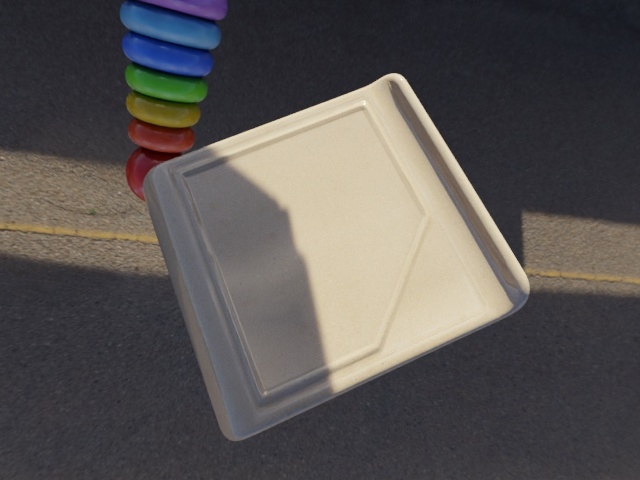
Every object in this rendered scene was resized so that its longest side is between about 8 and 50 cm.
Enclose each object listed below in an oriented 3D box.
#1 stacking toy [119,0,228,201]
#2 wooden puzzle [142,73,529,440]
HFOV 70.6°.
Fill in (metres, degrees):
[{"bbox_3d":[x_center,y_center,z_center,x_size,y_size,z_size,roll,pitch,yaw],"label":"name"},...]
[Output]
[{"bbox_3d":[-0.211,-0.206,0.606,0.141,0.141,0.331,12,113,-11],"label":"stacking toy"},{"bbox_3d":[0.000,0.000,0.353,0.238,0.044,0.221,-24,71,-3],"label":"wooden puzzle"}]
